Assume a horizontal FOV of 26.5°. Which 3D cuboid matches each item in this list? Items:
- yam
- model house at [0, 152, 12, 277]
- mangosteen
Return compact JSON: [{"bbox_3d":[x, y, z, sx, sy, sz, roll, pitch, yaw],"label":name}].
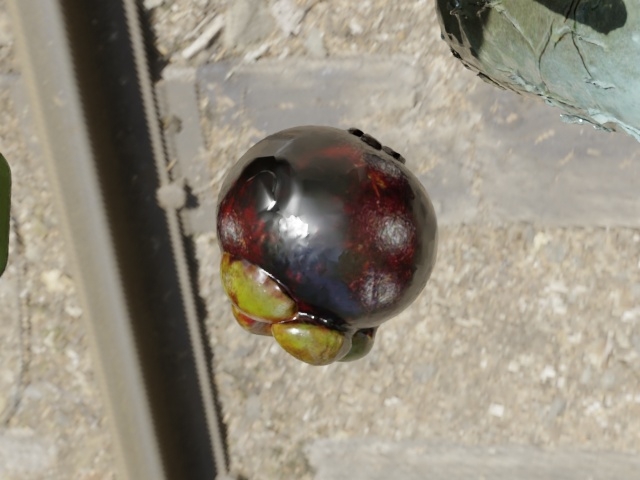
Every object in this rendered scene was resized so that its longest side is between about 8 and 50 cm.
[{"bbox_3d":[0.262,-0.199,1.128,0.348,0.241,0.241,29,141,56],"label":"yam"},{"bbox_3d":[-0.470,-0.070,1.619,0.218,0.205,0.278,3,163,-16],"label":"model house"},{"bbox_3d":[0.000,0.000,1.175,0.210,0.210,0.210,8,122,13],"label":"mangosteen"}]
